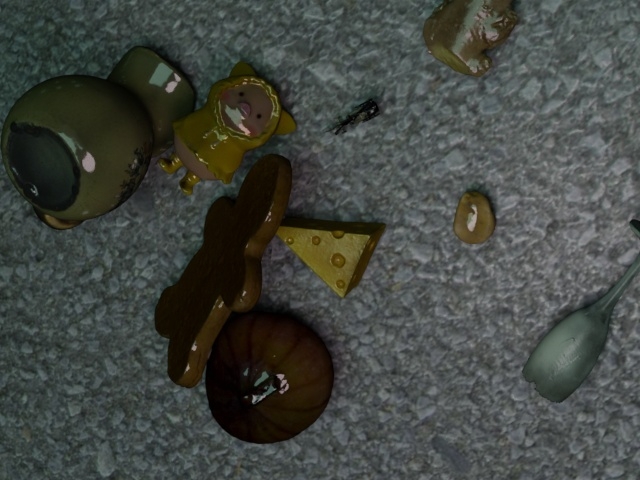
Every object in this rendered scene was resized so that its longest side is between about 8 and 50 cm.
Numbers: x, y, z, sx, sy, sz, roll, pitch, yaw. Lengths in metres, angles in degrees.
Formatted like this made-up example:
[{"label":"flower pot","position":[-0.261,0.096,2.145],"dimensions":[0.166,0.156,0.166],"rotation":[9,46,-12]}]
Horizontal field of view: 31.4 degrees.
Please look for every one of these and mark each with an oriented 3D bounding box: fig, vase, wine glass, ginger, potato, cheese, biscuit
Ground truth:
[{"label":"fig","position":[-0.097,0.237,1.961],"dimensions":[0.235,0.214,0.235],"rotation":[23,129,30]},{"label":"vase","position":[-0.393,-0.150,1.954],"dimensions":[0.241,0.302,0.329],"rotation":[35,129,9]},{"label":"wine glass","position":[0.496,0.169,1.763],"dimensions":[0.264,0.096,0.309],"rotation":[42,113,23]},{"label":"ginger","position":[0.244,-0.365,1.769],"dimensions":[0.137,0.074,0.213],"rotation":[22,103,14]},{"label":"potato","position":[0.249,-0.037,1.846],"dimensions":[0.068,0.062,0.083],"rotation":[-10,125,-7]},{"label":"cheese","position":[0.000,0.000,1.925],"dimensions":[0.171,0.093,0.126],"rotation":[27,110,13]},{"label":"biscuit","position":[-0.149,0.045,1.917],"dimensions":[0.064,0.283,0.432],"rotation":[20,115,-28]}]

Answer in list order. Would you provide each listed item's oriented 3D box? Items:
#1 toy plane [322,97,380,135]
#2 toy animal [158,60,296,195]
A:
[{"label":"toy plane","position":[0.056,-0.204,1.883],"dimensions":[0.121,0.049,0.031],"rotation":[-26,92,40]},{"label":"toy animal","position":[-0.164,-0.180,1.914],"dimensions":[0.230,0.156,0.156],"rotation":[-40,87,1]}]
